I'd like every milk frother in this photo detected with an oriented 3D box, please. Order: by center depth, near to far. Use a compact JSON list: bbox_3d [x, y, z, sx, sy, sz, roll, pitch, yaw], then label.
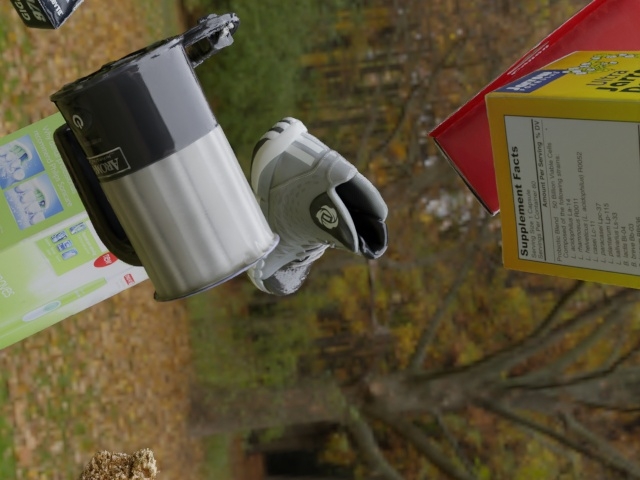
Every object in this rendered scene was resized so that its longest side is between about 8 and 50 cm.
[{"bbox_3d":[-0.075,-0.057,0.728,0.129,0.143,0.134,5,-58,63],"label":"milk frother"}]

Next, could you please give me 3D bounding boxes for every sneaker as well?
[{"bbox_3d":[0.000,0.000,1.130,0.086,0.132,0.228,-47,155,-30],"label":"sneaker"}]

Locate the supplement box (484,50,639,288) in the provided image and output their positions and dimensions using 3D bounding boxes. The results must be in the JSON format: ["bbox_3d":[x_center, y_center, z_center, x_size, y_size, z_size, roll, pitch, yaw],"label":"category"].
[{"bbox_3d":[0.370,-0.072,1.197,0.195,0.357,0.194,-28,118,-43],"label":"supplement box"}]

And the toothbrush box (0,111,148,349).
[{"bbox_3d":[-0.287,-0.009,1.224,0.122,0.283,0.206,60,-10,21],"label":"toothbrush box"}]

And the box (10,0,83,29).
[{"bbox_3d":[-0.288,-0.356,1.244,0.175,0.051,0.220,-57,140,-30],"label":"box"}]

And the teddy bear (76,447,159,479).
[{"bbox_3d":[-0.276,0.363,1.351,0.245,0.113,0.338,-55,-179,6],"label":"teddy bear"}]

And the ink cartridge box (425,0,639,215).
[{"bbox_3d":[0.304,-0.171,1.495,0.130,0.309,0.272,53,16,8],"label":"ink cartridge box"}]
